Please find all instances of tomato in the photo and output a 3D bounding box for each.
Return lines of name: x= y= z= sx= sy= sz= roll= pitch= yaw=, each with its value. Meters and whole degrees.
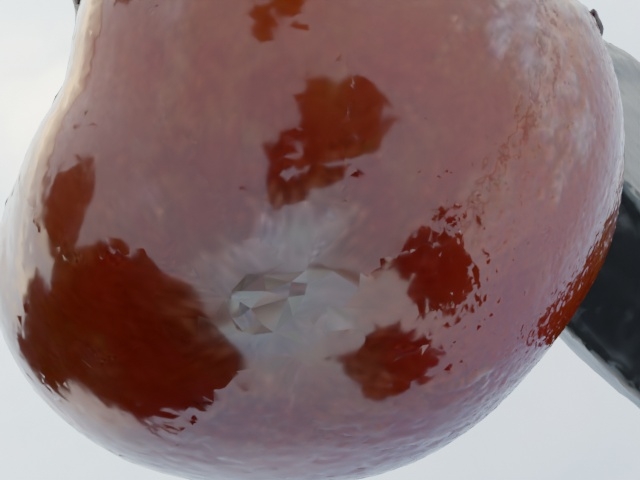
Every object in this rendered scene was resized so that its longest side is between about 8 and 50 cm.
tomato: x=0.000 y=0.000 z=0.622 sx=0.199 sy=0.228 sz=0.112 roll=14 pitch=-154 yaw=-7

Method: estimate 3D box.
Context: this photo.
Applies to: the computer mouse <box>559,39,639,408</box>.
computer mouse: x=0.156 y=0.031 z=0.859 sx=0.087 sy=0.168 sz=0.295 roll=-43 pitch=-109 yaw=24
